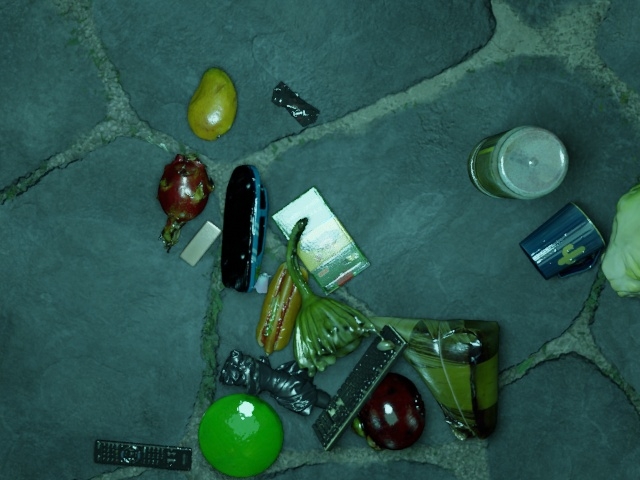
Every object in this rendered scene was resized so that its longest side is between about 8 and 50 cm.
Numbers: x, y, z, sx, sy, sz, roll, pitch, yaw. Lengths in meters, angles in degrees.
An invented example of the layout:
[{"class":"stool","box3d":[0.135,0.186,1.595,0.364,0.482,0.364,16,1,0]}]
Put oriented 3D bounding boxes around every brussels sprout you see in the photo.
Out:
[{"class":"brussels sprout","box3d":[0.788,-0.011,1.637,0.317,0.242,0.273,-16,119,6]}]

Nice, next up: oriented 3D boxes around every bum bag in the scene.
[{"class":"bum bag","box3d":[-0.062,-0.320,1.708,0.124,0.034,0.058,39,85,-3]}]

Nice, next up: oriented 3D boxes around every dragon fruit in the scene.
[{"class":"dragon fruit","box3d":[-0.332,-0.084,1.701,0.126,0.125,0.246,19,111,-15]}]

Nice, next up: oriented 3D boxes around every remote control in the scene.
[{"class":"remote control","box3d":[-0.440,0.531,1.785,0.245,0.025,0.063,6,96,-1]}]

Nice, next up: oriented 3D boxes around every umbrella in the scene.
[{"class":"umbrella","box3d":[-0.103,0.338,1.721,0.273,0.122,0.110,21,120,-10]}]

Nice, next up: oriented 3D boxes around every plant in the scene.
[{"class":"plant","box3d":[0.003,0.141,1.689,0.251,0.180,0.333,-36,67,42]}]

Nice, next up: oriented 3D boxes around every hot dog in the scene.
[{"class":"hot dog","box3d":[-0.095,0.168,1.735,0.092,0.062,0.235,15,95,-4]}]

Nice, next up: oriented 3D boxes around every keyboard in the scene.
[{"class":"keyboard","box3d":[0.088,0.341,1.673,0.027,0.106,0.317,31,97,-29]}]

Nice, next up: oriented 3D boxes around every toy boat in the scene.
[{"class":"toy boat","box3d":[-0.162,-0.028,1.706,0.092,0.134,0.298,3,95,-33]}]

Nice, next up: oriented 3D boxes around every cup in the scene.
[{"class":"cup","box3d":[0.572,0.020,1.697,0.155,0.131,0.176,-35,119,7]}]

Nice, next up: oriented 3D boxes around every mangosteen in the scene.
[{"class":"mangosteen","box3d":[0.151,0.410,1.707,0.200,0.200,0.199,0,95,0]}]

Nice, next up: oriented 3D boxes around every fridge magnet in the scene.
[{"class":"fridge magnet","box3d":[-0.192,0.471,1.746,0.208,0.088,0.207,0,95,1]}]

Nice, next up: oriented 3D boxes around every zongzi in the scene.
[{"class":"zongzi","box3d":[0.265,0.322,1.727,0.318,0.154,0.289,3,101,23]}]

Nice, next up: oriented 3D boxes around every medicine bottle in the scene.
[{"class":"medicine bottle","box3d":[0.424,-0.166,1.573,0.151,0.322,0.151,0,94,1]}]

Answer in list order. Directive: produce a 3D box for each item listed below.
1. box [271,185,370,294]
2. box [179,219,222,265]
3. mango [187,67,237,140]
[{"class":"box","box3d":[0.000,0.000,1.734,0.132,0.034,0.235,-36,92,3]},{"class":"box","box3d":[-0.289,0.006,1.741,0.048,0.025,0.115,38,94,-7]},{"class":"mango","box3d":[-0.248,-0.314,1.687,0.115,0.089,0.165,27,91,8]}]
